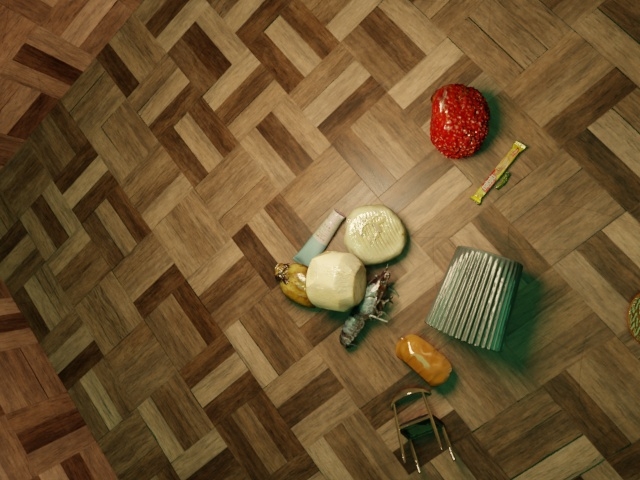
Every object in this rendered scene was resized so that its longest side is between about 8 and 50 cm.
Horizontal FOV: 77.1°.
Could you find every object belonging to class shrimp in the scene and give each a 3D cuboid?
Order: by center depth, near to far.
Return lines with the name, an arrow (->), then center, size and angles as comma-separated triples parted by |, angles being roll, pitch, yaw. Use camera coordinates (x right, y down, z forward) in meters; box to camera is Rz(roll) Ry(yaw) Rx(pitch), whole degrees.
shrimp -> 0.203, 0.290, 1.710 | 0.410, 0.166, 0.221 | -52, 49, 4

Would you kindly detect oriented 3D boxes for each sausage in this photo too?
sausage -> 0.420, 0.490, 1.654 | 0.241, 0.120, 0.136 | 36, 84, 15

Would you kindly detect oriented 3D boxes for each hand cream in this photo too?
hand cream -> 0.000, 0.000, 1.831 | 0.111, 0.070, 0.312 | 41, 108, 12

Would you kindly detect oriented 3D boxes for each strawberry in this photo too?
strawberry -> 0.545, -0.469, 1.575 | 0.261, 0.257, 0.260 | -1, 84, 6

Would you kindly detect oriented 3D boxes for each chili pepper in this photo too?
chili pepper -> 0.741, -0.241, 1.628 | 0.027, 0.022, 0.083 | 36, 103, 13

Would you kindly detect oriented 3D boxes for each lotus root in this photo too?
lotus root -> -0.070, 0.207, 1.797 | 0.314, 0.141, 0.169 | 33, 101, 5

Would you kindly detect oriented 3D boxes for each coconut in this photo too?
coconut -> 0.050, 0.159, 1.637 | 0.248, 0.245, 0.244 | 6, 91, 28

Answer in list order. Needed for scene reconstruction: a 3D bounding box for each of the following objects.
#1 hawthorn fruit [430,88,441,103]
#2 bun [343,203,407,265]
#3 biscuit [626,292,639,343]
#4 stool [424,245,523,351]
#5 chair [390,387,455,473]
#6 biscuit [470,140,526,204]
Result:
hawthorn fruit -> 0.503, -0.597, 1.684 | 0.077, 0.077, 0.077 | 0, 89, 17
bun -> 0.226, -0.028, 1.705 | 0.273, 0.168, 0.272 | 0, 92, 4
biscuit -> 1.258, 0.287, 1.453 | 0.262, 0.037, 0.261 | 0, 89, 16
stool -> 0.590, 0.210, 1.529 | 0.297, 0.297, 0.329 | 18, 91, 16
chair -> 0.408, 0.766, 1.640 | 0.188, 0.166, 0.272 | -29, 38, 15
biscuit -> 0.718, -0.273, 1.632 | 0.048, 0.026, 0.292 | 40, 101, 17
